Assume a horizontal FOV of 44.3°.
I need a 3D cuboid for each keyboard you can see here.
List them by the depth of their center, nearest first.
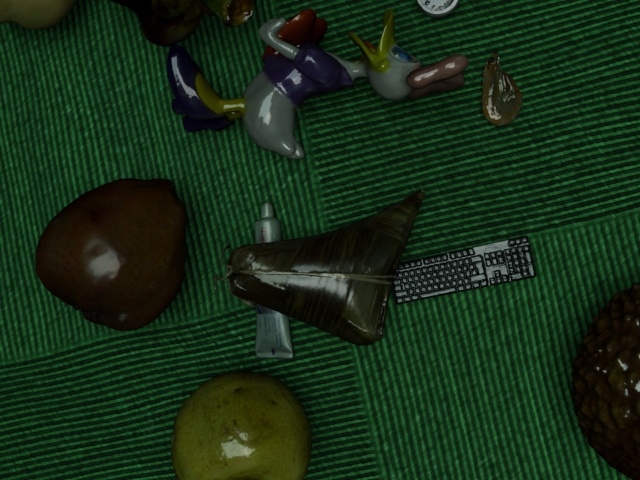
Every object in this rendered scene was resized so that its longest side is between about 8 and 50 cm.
[{"bbox_3d":[0.203,0.043,1.133,0.204,0.013,0.061,-12,86,8],"label":"keyboard"}]

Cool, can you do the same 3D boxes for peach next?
[{"bbox_3d":[-0.451,-0.408,1.176,0.184,0.184,0.184,0,87,9],"label":"peach"}]

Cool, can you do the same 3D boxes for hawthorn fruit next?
[{"bbox_3d":[-0.281,0.000,1.129,0.208,0.208,0.248,21,66,9],"label":"hawthorn fruit"}]

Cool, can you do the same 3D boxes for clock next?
[{"bbox_3d":[0.155,-0.389,1.148,0.129,0.041,0.087,42,97,3],"label":"clock"}]

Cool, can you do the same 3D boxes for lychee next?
[{"bbox_3d":[0.445,0.177,0.979,0.267,0.267,0.268,0,87,9],"label":"lychee"}]

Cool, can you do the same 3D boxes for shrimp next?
[{"bbox_3d":[0.263,-0.219,1.134,0.059,0.023,0.108,5,88,-1],"label":"shrimp"}]

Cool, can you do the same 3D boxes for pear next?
[{"bbox_3d":[-0.112,0.271,1.088,0.197,0.197,0.197,0,87,9],"label":"pear"}]

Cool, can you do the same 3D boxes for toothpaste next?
[{"bbox_3d":[-0.073,0.060,1.164,0.060,0.038,0.234,-3,90,12],"label":"toothpaste"}]

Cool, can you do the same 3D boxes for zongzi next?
[{"bbox_3d":[0.000,0.000,1.109,0.247,0.111,0.241,21,80,-5],"label":"zongzi"}]

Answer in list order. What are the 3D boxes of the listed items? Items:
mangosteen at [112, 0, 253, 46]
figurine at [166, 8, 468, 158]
[{"bbox_3d":[-0.229,-0.433,1.091,0.296,0.297,0.314,-3,114,8],"label":"mangosteen"},{"bbox_3d":[-0.011,-0.223,1.110,0.420,0.154,0.193,-16,90,9],"label":"figurine"}]
